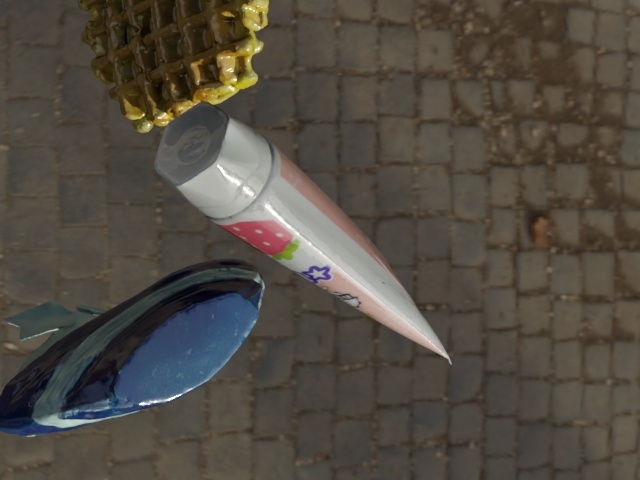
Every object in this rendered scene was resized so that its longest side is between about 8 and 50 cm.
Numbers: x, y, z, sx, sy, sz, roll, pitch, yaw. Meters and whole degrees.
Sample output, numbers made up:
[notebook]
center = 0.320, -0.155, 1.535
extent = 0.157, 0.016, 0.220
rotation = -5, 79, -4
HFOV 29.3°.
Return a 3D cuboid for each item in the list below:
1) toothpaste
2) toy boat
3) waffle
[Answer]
[toothpaste]
center = 0.000, 0.000, 0.567
extent = 0.043, 0.067, 0.194
rotation = -42, 137, 10
[toy boat]
center = -0.144, 0.062, 0.929
extent = 0.210, 0.291, 0.070
rotation = -22, 104, -5
[waffle]
center = -0.112, -0.172, 0.908
extent = 0.038, 0.191, 0.191
rotation = -7, 93, -50
